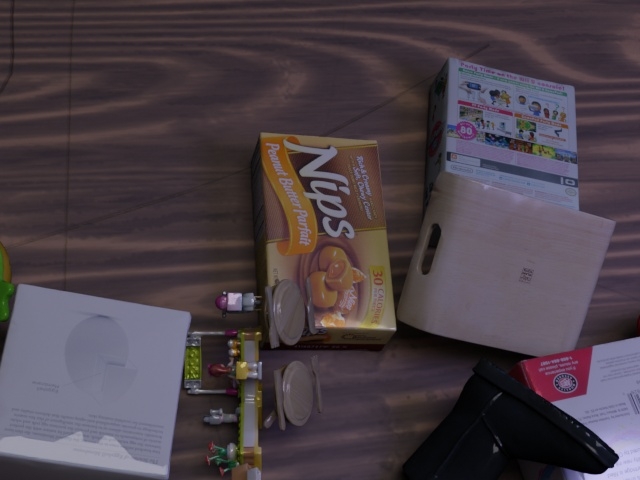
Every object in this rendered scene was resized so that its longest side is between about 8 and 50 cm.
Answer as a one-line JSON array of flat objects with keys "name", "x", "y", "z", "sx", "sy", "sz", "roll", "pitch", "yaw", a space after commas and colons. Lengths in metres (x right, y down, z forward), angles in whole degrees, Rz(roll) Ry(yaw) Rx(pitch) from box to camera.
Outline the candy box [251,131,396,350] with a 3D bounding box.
[{"name": "candy box", "x": 0.000, "y": 0.000, "z": 1.700, "sx": 0.183, "sy": 0.087, "sz": 0.316, "roll": 3, "pitch": 62, "yaw": -14}]

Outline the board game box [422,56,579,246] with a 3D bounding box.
[{"name": "board game box", "x": 0.285, "y": -0.123, "z": 1.846, "sx": 0.224, "sy": 0.097, "sz": 0.303, "roll": 12, "pitch": 61, "yaw": -11}]

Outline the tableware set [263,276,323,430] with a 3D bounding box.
[{"name": "tableware set", "x": -0.048, "y": 0.148, "z": 1.536, "sx": 0.039, "sy": 0.128, "sz": 0.194, "roll": -5, "pitch": 91, "yaw": 26}]

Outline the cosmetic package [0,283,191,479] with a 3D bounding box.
[{"name": "cosmetic package", "x": -0.295, "y": 0.200, "z": 1.477, "sx": 0.224, "sy": 0.138, "sz": 0.225, "roll": 11, "pitch": 58, "yaw": -10}]

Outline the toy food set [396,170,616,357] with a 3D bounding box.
[{"name": "toy food set", "x": 0.270, "y": 0.040, "z": 1.673, "sx": 0.306, "sy": 0.092, "sz": 0.220, "roll": 13, "pitch": 98, "yaw": -25}]

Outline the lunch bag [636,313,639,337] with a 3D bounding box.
[{"name": "lunch bag", "x": 0.619, "y": 0.205, "z": 1.707, "sx": 0.258, "sy": 0.120, "sz": 0.293, "roll": -9, "pitch": 78, "yaw": -7}]

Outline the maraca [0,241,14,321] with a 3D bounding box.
[{"name": "maraca", "x": -0.450, "y": 0.056, "z": 1.518, "sx": 0.099, "sy": 0.127, "sz": 0.186, "roll": 15, "pitch": 28, "yaw": -47}]

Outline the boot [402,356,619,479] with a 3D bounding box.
[{"name": "boot", "x": 0.241, "y": 0.294, "z": 1.522, "sx": 0.246, "sy": 0.094, "sz": 0.207, "roll": 34, "pitch": 91, "yaw": 41}]

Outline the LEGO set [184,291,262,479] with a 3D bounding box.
[{"name": "LEGO set", "x": -0.130, "y": 0.212, "z": 1.536, "sx": 0.107, "sy": 0.132, "sz": 0.287, "roll": 0, "pitch": 75, "yaw": -2}]

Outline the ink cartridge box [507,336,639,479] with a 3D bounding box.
[{"name": "ink cartridge box", "x": 0.402, "y": 0.307, "z": 1.623, "sx": 0.226, "sy": 0.131, "sz": 0.306, "roll": -7, "pitch": 65, "yaw": -19}]
